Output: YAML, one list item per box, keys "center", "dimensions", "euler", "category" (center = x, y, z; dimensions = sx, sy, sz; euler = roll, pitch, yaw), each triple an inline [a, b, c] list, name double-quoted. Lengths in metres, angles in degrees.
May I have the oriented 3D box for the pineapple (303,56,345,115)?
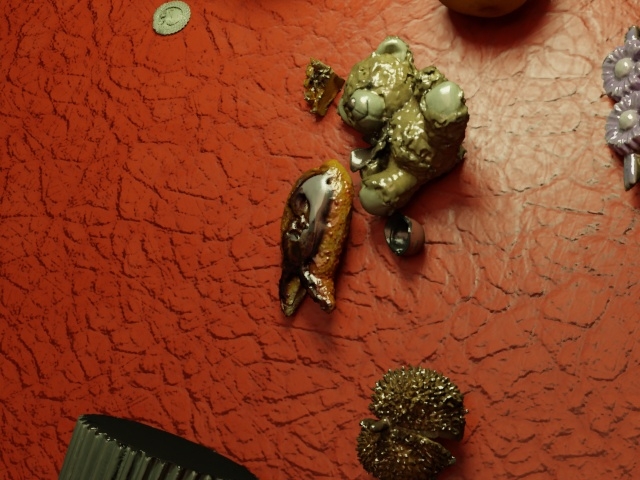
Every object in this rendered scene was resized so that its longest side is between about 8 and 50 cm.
- center: [0.007, -0.286, 1.718]
  dimensions: [0.077, 0.114, 0.114]
  euler: [-1, 76, 0]
  category: "pineapple"

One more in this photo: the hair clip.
- center: [0.497, -0.217, 1.529]
  dimensions: [0.106, 0.085, 0.292]
  euler: [-34, 51, 56]
  category: "hair clip"

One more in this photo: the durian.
- center: [0.123, 0.275, 1.432]
  dimensions: [0.167, 0.196, 0.196]
  euler: [4, 74, 32]
  category: "durian"

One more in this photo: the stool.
- center: [-0.284, 0.467, 1.468]
  dimensions: [0.297, 0.297, 0.330]
  euler: [18, 84, 24]
  category: "stool"

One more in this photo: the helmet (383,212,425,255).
- center: [0.145, -0.008, 1.597]
  dimensions: [0.065, 0.049, 0.084]
  euler: [-66, 31, 27]
  category: "helmet"

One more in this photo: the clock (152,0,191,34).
- center: [-0.294, -0.442, 1.921]
  dimensions: [0.083, 0.010, 0.074]
  euler: [-7, 70, 16]
  category: "clock"

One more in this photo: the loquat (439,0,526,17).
- center: [0.275, -0.476, 1.624]
  dimensions: [0.208, 0.208, 0.208]
  euler: [-6, 70, 18]
  category: "loquat"

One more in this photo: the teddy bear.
- center: [0.129, -0.206, 1.613]
  dimensions: [0.256, 0.156, 0.267]
  euler: [53, 124, 22]
  category: "teddy bear"

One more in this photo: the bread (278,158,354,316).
- center: [-0.005, -0.003, 1.628]
  dimensions: [0.139, 0.095, 0.268]
  euler: [-2, 83, 47]
  category: "bread"
